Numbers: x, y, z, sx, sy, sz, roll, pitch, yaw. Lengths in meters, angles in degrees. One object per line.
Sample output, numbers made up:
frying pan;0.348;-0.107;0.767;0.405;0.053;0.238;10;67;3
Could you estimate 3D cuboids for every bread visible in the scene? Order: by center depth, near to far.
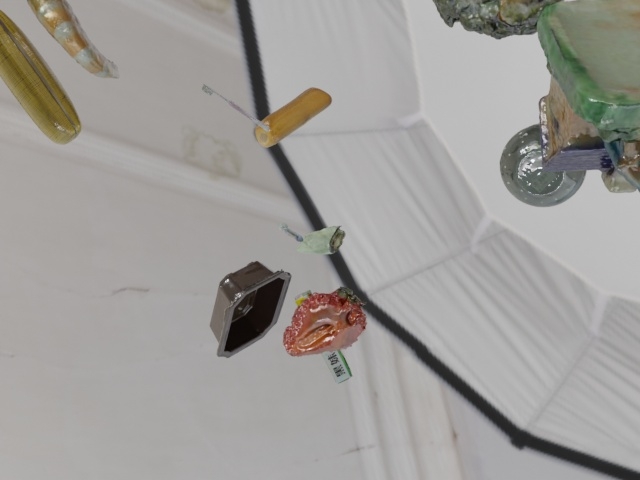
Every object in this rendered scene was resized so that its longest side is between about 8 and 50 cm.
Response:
bread;-0.073;-0.337;2.271;0.239;0.092;0.074;-40;-78;-28

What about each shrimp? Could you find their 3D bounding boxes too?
shrimp;-0.498;-0.423;1.760;0.287;0.068;0.185;44;-166;-46

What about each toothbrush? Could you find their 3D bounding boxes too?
toothbrush;-0.068;-0.019;1.927;0.019;0.219;0.016;-13;-79;-11
toothbrush;-0.203;-0.320;2.046;0.194;0.017;0.014;31;-158;-21

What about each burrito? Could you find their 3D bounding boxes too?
burrito;-0.001;0.003;2.002;0.044;0.118;0.074;49;-130;-33

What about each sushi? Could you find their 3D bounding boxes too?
sushi;0.351;-0.593;1.745;0.178;0.294;0.352;-88;-14;-70

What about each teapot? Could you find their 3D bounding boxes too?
teapot;0.499;-0.187;1.858;0.183;0.183;0.251;56;-149;-8

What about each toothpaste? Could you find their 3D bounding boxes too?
toothpaste;0.006;0.178;1.571;0.178;0.037;0.043;64;177;-7

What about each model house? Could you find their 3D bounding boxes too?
model house;0.445;-0.159;1.224;0.312;0.245;0.280;-93;-1;-49

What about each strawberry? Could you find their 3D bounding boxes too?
strawberry;0.006;0.135;1.315;0.104;0.152;0.048;50;-168;-7

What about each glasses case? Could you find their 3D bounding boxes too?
glasses case;-0.460;-0.256;1.332;0.064;0.079;0.234;-40;-78;-32

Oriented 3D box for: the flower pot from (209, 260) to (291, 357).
flower pot;-0.171;0.143;1.895;0.179;0.251;0.084;-27;-119;-35
